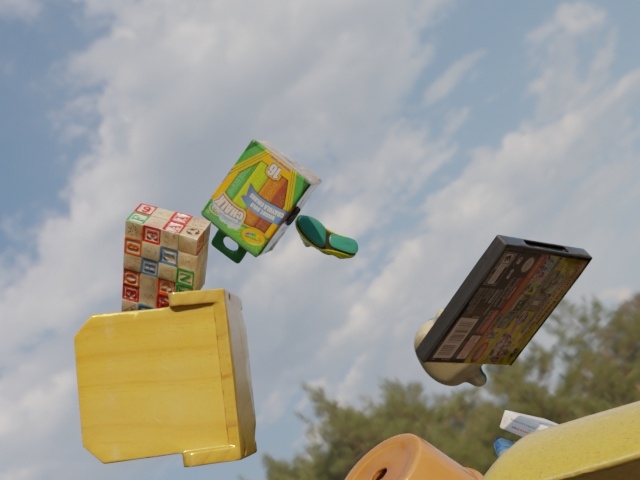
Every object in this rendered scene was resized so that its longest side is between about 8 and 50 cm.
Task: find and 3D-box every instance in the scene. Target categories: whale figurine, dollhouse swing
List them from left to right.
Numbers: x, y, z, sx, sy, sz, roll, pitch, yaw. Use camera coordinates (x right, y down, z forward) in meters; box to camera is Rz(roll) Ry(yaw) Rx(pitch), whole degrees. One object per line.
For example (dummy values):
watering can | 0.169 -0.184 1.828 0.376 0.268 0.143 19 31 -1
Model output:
dollhouse swing | -0.317 0.299 2.006 0.304 0.347 0.315 -8 -9 3
whale figurine | 0.357 0.249 2.322 0.141 0.216 0.272 -33 5 -42

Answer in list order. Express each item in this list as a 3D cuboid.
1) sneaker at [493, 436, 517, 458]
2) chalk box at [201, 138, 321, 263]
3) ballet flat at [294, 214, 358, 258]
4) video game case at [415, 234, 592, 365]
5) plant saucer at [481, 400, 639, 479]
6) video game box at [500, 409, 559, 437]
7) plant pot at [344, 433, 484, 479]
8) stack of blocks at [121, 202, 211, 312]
sneaker | 0.429 0.457 2.035 0.162 0.073 0.063 33 -73 -36
chalk box | -0.160 -0.079 2.322 0.289 0.180 0.179 -55 -5 9
ballet flat | 0.000 0.000 2.545 0.231 0.077 0.077 24 -32 -38
video game case | 0.331 0.115 1.717 0.248 0.035 0.275 8 -56 -39
plant saucer | 0.316 0.225 0.812 0.332 0.081 0.333 -19 -47 11
video game box | 0.512 0.423 2.045 0.205 0.187 0.048 22 -96 -51
plant pot | 0.170 0.497 1.761 0.291 0.203 0.291 -37 14 11
stack of blocks | -0.355 0.081 2.172 0.087 0.171 0.297 -63 -14 -58
